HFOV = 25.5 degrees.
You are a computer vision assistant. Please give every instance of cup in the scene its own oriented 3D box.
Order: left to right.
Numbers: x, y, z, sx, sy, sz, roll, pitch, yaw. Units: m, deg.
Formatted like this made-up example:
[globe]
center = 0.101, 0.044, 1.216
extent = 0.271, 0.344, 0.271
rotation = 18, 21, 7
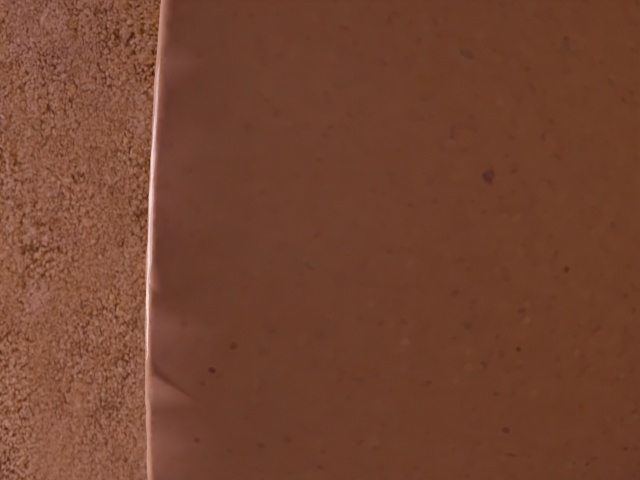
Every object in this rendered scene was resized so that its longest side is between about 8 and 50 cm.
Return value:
[cup]
center = 0.077, -0.009, 0.514
extent = 0.331, 0.237, 0.331
rotation = 3, -90, -89
